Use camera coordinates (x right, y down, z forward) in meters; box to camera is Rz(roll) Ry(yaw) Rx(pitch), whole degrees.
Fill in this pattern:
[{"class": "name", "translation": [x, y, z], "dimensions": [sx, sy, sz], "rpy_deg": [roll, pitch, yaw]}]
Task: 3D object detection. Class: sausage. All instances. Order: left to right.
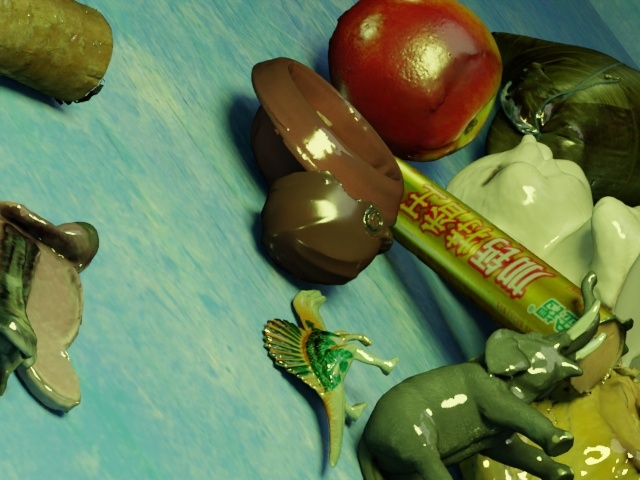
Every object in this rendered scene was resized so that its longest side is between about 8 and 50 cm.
[{"class": "sausage", "translation": [0.141, 0.010, 1.343], "dimensions": [0.082, 0.082, 0.371], "rpy_deg": [26, 11, -45]}]

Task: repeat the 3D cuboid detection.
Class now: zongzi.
[{"class": "zongzi", "translation": [0.274, -0.189, 1.932], "dimensions": [0.403, 0.208, 0.432], "rpy_deg": [-2, 36, -48]}]

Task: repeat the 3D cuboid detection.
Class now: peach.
[{"class": "peach", "translation": [0.093, -0.183, 1.548], "dimensions": [0.197, 0.197, 0.197], "rpy_deg": [40, 26, -24]}]

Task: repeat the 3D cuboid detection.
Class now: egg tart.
[{"class": "egg tart", "translation": [0.262, 0.225, 1.307], "dimensions": [0.352, 0.150, 0.352], "rpy_deg": [42, 27, -28]}]

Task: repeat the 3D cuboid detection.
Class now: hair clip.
[{"class": "hair clip", "translation": [-0.199, 0.024, 0.887], "dimensions": [0.146, 0.056, 0.187], "rpy_deg": [36, 19, -29]}]

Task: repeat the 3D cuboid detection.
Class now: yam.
[{"class": "yam", "translation": [-0.219, -0.155, 1.061], "dimensions": [0.127, 0.084, 0.084], "rpy_deg": [22, 37, -54]}]

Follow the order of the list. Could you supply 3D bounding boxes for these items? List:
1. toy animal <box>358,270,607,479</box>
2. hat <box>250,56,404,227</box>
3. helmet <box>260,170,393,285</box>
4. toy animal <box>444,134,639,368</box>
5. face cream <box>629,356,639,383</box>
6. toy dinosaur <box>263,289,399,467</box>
[{"class": "toy animal", "translation": [0.149, 0.133, 1.132], "dimensions": [0.137, 0.269, 0.082], "rpy_deg": [50, -15, 37]}, {"class": "hat", "translation": [-0.006, -0.080, 1.324], "dimensions": [0.205, 0.089, 0.205], "rpy_deg": [43, 16, -16]}, {"class": "helmet", "translation": [0.000, 0.000, 1.226], "dimensions": [0.123, 0.098, 0.070], "rpy_deg": [41, 54, -23]}, {"class": "toy animal", "translation": [0.236, 0.010, 1.490], "dimensions": [0.265, 0.206, 0.271], "rpy_deg": [27, 20, 31]}, {"class": "face cream", "translation": [0.491, 0.138, 1.747], "dimensions": [0.218, 0.218, 0.179], "rpy_deg": [57, 23, 14]}, {"class": "toy dinosaur", "translation": [-0.002, 0.099, 1.144], "dimensions": [0.106, 0.044, 0.187], "rpy_deg": [37, 37, 0]}]
